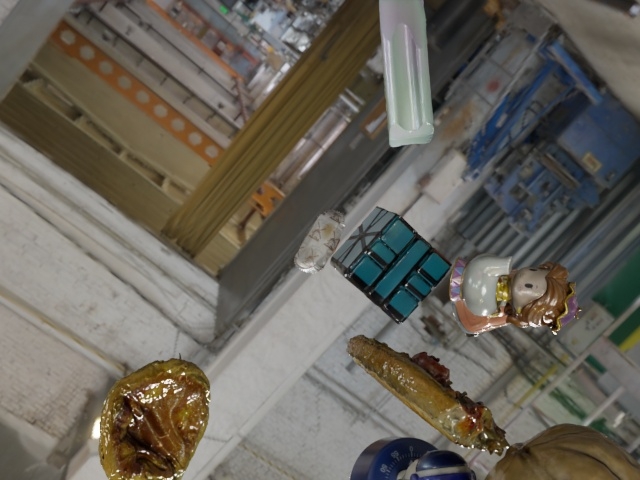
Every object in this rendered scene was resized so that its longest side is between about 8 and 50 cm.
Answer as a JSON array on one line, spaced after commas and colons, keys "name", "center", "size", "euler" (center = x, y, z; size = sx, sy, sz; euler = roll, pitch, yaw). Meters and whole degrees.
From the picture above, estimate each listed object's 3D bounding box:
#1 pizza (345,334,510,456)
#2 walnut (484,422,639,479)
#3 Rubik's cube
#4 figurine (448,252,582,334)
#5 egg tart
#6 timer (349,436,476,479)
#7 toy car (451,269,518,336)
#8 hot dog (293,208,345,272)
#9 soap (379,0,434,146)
[{"name": "pizza", "center": [0.272, 0.345, 1.502], "size": [0.406, 0.130, 0.440], "euler": [36, 177, -27]}, {"name": "walnut", "center": [0.492, 0.554, 1.341], "size": [0.381, 0.381, 0.381], "euler": [40, -170, -9]}, {"name": "Rubik's cube", "center": [0.238, 0.079, 2.380], "size": [0.283, 0.288, 0.293], "euler": [42, 178, -11]}, {"name": "figurine", "center": [0.409, 0.106, 1.417], "size": [0.264, 0.142, 0.189], "euler": [11, 143, 24]}, {"name": "egg tart", "center": [-0.413, 0.433, 1.659], "size": [0.153, 0.339, 0.351], "euler": [15, 173, 35]}, {"name": "timer", "center": [0.249, 0.590, 1.643], "size": [0.270, 0.270, 0.383], "euler": [43, 152, 5]}, {"name": "toy car", "center": [0.551, 0.185, 2.106], "size": [0.212, 0.271, 0.180], "euler": [-26, 80, 68]}, {"name": "hot dog", "center": [0.000, 0.000, 1.837], "size": [0.099, 0.192, 0.053], "euler": [24, 169, 17]}, {"name": "soap", "center": [0.216, -0.422, 1.711], "size": [0.208, 0.115, 0.346], "euler": [-14, -80, -84]}]
